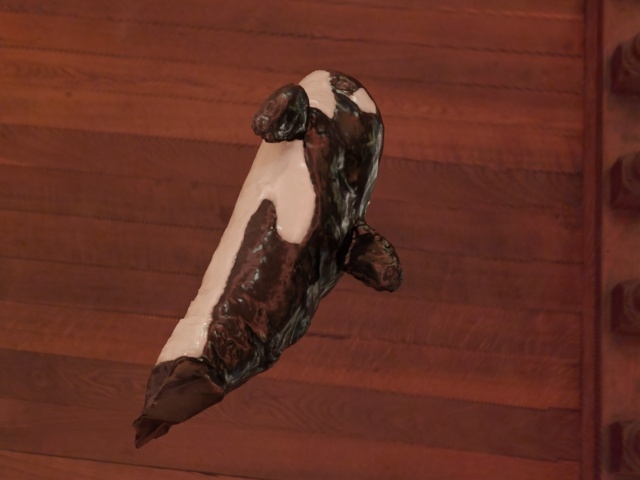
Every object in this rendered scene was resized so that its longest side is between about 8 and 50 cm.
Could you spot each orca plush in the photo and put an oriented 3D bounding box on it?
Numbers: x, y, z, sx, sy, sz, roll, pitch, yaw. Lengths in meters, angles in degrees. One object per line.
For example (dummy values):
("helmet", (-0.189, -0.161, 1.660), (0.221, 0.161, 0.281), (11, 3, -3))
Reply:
("orca plush", (0.000, 0.000, 0.495), (0.102, 0.151, 0.287), (16, 33, 8))
